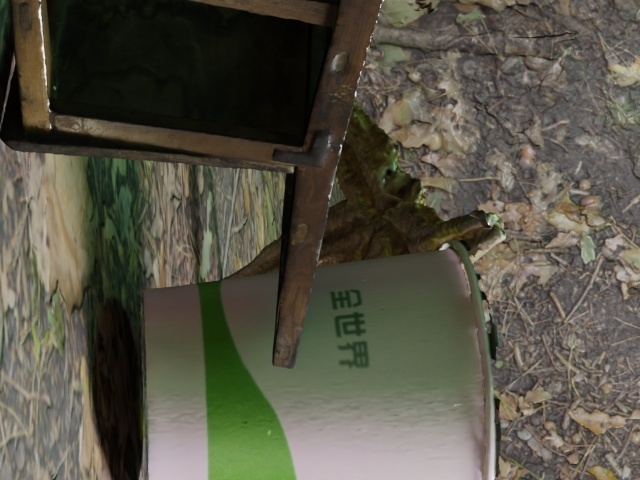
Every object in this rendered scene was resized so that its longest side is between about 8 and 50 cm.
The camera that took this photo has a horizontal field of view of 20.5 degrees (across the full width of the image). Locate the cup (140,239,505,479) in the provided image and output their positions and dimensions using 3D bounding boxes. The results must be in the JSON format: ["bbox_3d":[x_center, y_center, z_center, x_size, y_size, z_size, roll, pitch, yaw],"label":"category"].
[{"bbox_3d":[-0.009,0.128,1.421,0.253,0.274,0.253,178,-90,-82],"label":"cup"}]

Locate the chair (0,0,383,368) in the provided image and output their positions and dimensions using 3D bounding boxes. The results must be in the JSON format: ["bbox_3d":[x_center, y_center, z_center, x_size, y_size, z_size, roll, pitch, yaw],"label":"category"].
[{"bbox_3d":[-0.097,-0.122,1.200,0.416,0.241,0.203,105,-10,-47],"label":"chair"}]

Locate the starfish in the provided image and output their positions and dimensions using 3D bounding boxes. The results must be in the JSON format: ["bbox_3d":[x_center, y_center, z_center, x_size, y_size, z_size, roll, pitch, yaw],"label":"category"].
[{"bbox_3d":[0.009,0.000,1.735,0.383,0.132,0.398,-53,-135,27],"label":"starfish"}]
